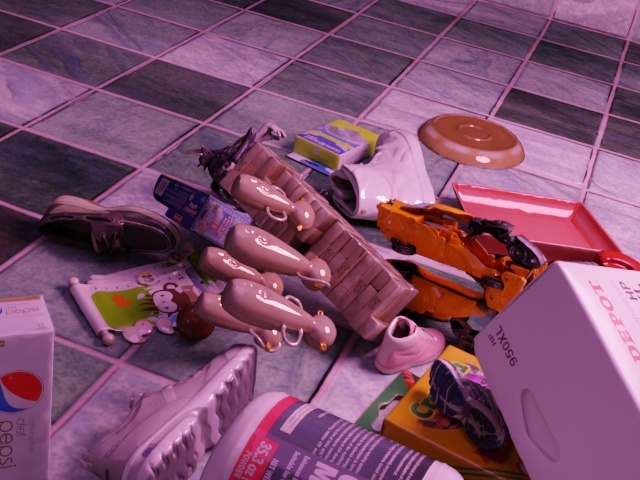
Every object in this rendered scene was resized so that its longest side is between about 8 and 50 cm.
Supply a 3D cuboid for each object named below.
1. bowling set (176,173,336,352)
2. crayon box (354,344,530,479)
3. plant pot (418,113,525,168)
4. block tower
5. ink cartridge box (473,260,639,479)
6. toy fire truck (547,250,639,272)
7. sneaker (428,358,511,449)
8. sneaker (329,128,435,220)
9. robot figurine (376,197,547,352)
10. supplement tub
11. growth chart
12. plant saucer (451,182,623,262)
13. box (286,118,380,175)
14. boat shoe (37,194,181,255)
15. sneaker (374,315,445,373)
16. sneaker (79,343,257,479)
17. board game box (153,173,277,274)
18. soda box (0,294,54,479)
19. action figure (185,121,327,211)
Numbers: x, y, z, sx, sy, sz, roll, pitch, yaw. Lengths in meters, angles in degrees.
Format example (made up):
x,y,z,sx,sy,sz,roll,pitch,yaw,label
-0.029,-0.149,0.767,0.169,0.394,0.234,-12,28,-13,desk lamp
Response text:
x,y,z,sx,sy,sz,roll,pitch,yaw,label
-0.088,0.068,1.292,0.154,0.200,0.287,25,38,-20,bowling set
0.206,0.245,1.170,0.318,0.081,0.202,23,32,21,crayon box
0.329,-0.222,2.063,0.236,0.032,0.236,9,30,-5,plant pot
0.000,0.000,1.398,0.335,0.097,0.091,47,10,24,block tower
0.409,0.193,1.093,0.394,0.166,0.286,7,46,-34,ink cartridge box
0.386,0.070,1.496,0.217,0.159,0.246,0,42,-18,toy fire truck
0.180,0.192,1.131,0.058,0.052,0.135,-1,38,-38,sneaker
0.096,-0.129,1.749,0.169,0.108,0.293,7,31,-13,sneaker
0.205,0.046,1.399,0.291,0.211,0.085,22,28,32,robot figurine
0.026,0.281,0.935,0.272,0.191,0.191,21,31,17,supplement tub
-0.238,0.076,1.370,0.237,0.021,0.172,-17,41,-39,growth chart
0.371,-0.024,1.695,0.258,0.048,0.259,9,22,-5,plant saucer
0.028,-0.188,1.891,0.109,0.042,0.178,26,32,25,box
-0.320,-0.010,1.434,0.223,0.080,0.073,12,46,17,boat shoe
0.134,0.136,1.343,0.134,0.070,0.051,-17,39,-41,sneaker
-0.165,0.191,1.113,0.115,0.105,0.281,15,26,21,sneaker
-0.147,-0.018,1.465,0.194,0.060,0.194,33,-5,-32,board game box
-0.320,0.164,0.990,0.073,0.216,0.069,-5,33,-26,soda box
-0.095,-0.104,1.594,0.275,0.164,0.141,37,76,29,action figure
